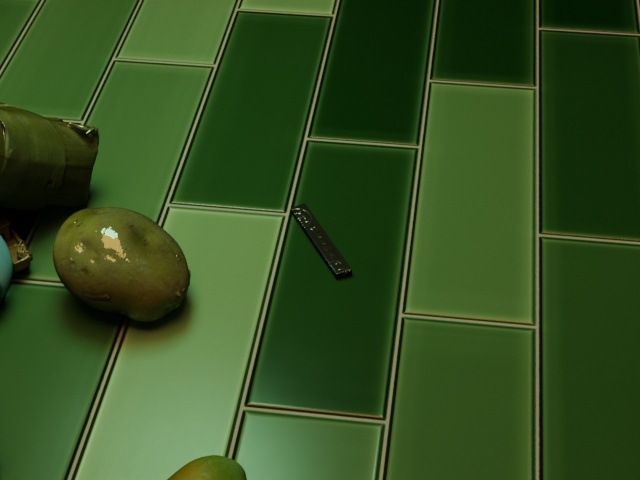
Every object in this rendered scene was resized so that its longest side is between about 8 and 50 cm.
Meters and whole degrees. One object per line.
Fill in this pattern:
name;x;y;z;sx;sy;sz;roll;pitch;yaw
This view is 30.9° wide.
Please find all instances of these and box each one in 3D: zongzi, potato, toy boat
zongzi;-0.644;-0.174;1.969;0.418;0.181;0.447;21;7;26
potato;-0.322;0.038;1.891;0.235;0.160;0.178;33;76;14
toy boat;-0.562;-0.014;2.005;0.064;0.072;0.206;-28;50;-28

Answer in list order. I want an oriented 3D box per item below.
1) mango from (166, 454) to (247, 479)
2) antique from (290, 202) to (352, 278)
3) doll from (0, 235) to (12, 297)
mango;-0.166;0.385;1.536;0.156;0.114;0.251;-3;43;8
antique;0.000;0.000;2.020;0.031;0.015;0.192;-19;45;-18
doll;-0.605;0.076;1.850;0.177;0.141;0.314;39;58;-20
